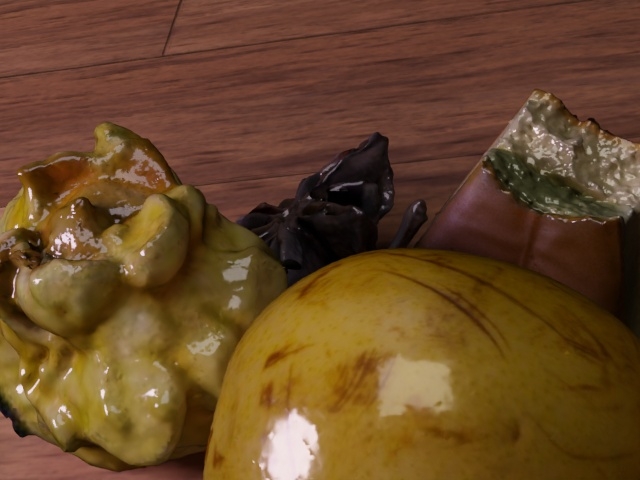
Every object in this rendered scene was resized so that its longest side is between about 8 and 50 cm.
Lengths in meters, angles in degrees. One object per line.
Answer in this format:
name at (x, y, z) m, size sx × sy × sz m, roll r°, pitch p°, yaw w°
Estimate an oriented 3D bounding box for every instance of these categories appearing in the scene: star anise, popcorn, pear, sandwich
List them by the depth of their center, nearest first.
pear at (0.067, 0.133, 0.760) m, size 0.281 × 0.280 × 0.280 m, roll -9°, pitch 39°, yaw 7°
popcorn at (-0.142, 0.043, 0.950) m, size 0.215 × 0.252 × 0.286 m, roll -24°, pitch 34°, yaw -31°
sandwich at (0.144, -0.014, 0.977) m, size 0.220 × 0.186 × 0.108 m, roll 15°, pitch 45°, yaw 32°
star anise at (0.000, 0.000, 1.062) m, size 0.209 × 0.089 × 0.231 m, roll -46°, pitch 28°, yaw -5°
